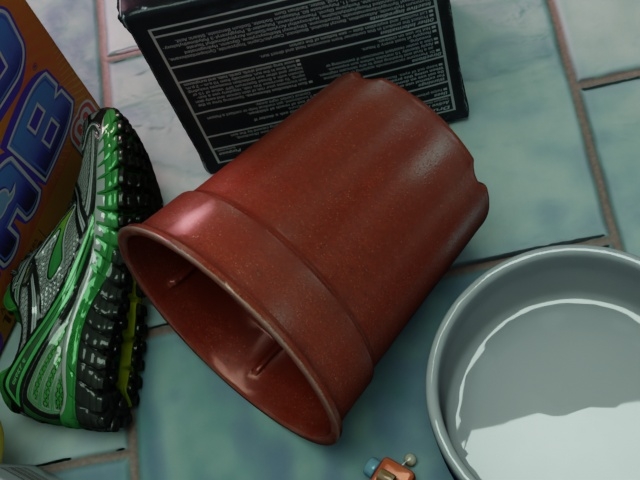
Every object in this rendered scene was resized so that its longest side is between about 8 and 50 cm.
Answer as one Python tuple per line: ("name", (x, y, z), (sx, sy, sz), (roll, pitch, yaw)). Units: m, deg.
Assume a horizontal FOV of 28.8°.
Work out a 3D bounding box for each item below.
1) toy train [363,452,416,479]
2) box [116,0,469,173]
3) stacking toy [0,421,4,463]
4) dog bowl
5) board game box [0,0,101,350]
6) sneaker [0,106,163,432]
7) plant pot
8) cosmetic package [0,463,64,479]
("toy train", (0.089, 0.270, 1.124), (0.166, 0.046, 0.125), (33, 76, 23))
("box", (-0.022, -0.236, 1.242), (0.296, 0.294, 0.183), (-12, 61, 6))
("stacking toy", (-0.477, 0.225, 1.116), (0.279, 0.130, 0.309), (22, 72, 21))
("dog bowl", (0.230, 0.143, 1.121), (0.264, 0.104, 0.265), (-5, 64, 9))
("board game box", (-0.491, -0.095, 1.237), (0.356, 0.356, 0.356), (15, 70, 18))
("sneaker", (-0.250, 0.018, 1.261), (0.146, 0.134, 0.344), (1, 66, 13))
("plant pot", (0.000, 0.000, 1.161), (0.272, 0.272, 0.265), (35, 69, 23))
("cosmetic package", (-0.309, 0.319, 1.117), (0.085, 0.117, 0.231), (24, 88, 20))
